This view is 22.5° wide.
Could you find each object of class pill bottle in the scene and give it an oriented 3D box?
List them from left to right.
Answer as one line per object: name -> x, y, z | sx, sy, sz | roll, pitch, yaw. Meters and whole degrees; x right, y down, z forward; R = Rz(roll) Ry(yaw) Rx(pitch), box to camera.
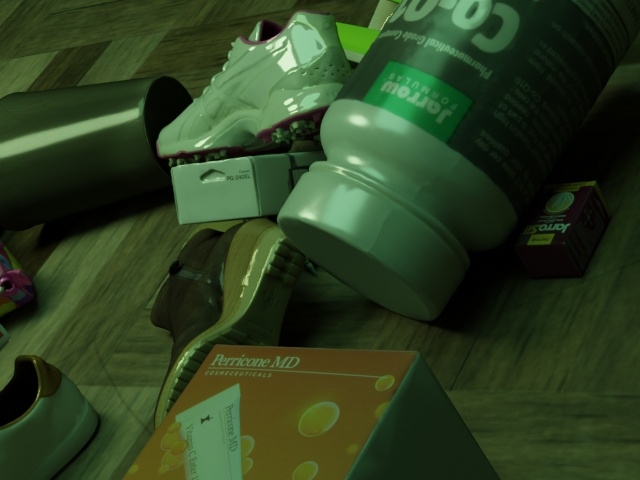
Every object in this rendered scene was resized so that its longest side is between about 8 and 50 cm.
pill bottle -> 0.128, -0.120, 1.470 | 0.204, 0.204, 0.361 | 17, 70, 51

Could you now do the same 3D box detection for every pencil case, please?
pencil case -> -0.439, 0.084, 1.830 | 0.236, 0.104, 0.104 | -34, 31, 1

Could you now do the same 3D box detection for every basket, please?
basket -> -0.267, -0.114, 1.912 | 0.227, 0.154, 0.204 | -10, 33, 26

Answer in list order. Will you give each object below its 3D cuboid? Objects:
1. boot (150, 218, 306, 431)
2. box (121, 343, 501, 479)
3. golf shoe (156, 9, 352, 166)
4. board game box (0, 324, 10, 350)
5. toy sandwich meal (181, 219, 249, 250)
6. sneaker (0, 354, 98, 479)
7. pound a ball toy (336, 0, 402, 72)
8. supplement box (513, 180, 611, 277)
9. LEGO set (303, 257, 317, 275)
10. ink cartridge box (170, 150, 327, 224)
boot -> -0.115, 0.091, 1.564 | 0.207, 0.090, 0.248 | -3, 54, 61
box -> -0.048, 0.257, 1.176 | 0.215, 0.168, 0.345 | -2, 42, 40
golf shoe -> -0.070, -0.156, 1.729 | 0.115, 0.140, 0.306 | 0, -10, -43
board game box -> -0.459, 0.160, 1.611 | 0.305, 0.053, 0.193 | -13, 30, 48
toy sandwich meal -> -0.109, 0.005, 1.718 | 0.085, 0.029, 0.085 | -20, 34, 14
sneaker -> -0.344, 0.227, 1.525 | 0.106, 0.123, 0.290 | 8, 50, 44
pound a ball toy -> 0.085, -0.192, 1.754 | 0.319, 0.136, 0.208 | 23, 91, 50
supplement box -> 0.216, -0.010, 1.435 | 0.055, 0.043, 0.083 | -3, 42, 38
LEGO set -> -0.002, 0.000, 1.632 | 0.054, 0.023, 0.083 | -26, 32, 11
ink cartridge box -> -0.063, -0.054, 1.651 | 0.109, 0.063, 0.150 | -6, 2, 36
